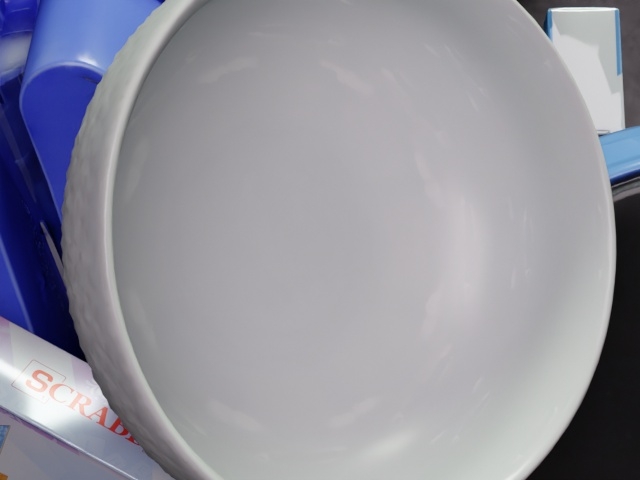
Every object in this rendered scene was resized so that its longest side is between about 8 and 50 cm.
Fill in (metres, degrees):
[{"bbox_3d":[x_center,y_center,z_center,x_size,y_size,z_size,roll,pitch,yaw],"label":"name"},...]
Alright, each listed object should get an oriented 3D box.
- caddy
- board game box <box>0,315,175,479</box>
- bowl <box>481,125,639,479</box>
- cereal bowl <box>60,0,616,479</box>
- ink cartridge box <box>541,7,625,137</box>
[{"bbox_3d":[-0.171,-0.027,1.166,0.241,0.179,0.341,-9,120,8],"label":"caddy"},{"bbox_3d":[-0.188,0.201,1.135,0.318,0.319,0.066,28,42,7],"label":"board game box"},{"bbox_3d":[0.250,0.117,1.151,0.391,0.077,0.391,0,100,2],"label":"bowl"},{"bbox_3d":[0.000,0.000,1.009,0.339,0.141,0.339,2,87,-29],"label":"cereal bowl"},{"bbox_3d":[0.179,-0.105,1.226,0.052,0.122,0.089,-1,82,1],"label":"ink cartridge box"}]
